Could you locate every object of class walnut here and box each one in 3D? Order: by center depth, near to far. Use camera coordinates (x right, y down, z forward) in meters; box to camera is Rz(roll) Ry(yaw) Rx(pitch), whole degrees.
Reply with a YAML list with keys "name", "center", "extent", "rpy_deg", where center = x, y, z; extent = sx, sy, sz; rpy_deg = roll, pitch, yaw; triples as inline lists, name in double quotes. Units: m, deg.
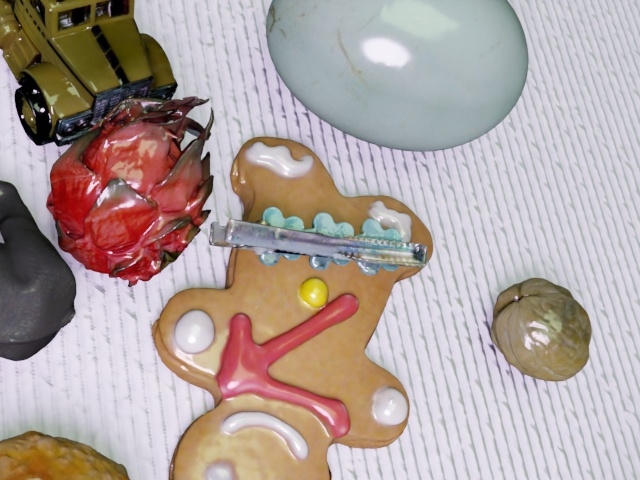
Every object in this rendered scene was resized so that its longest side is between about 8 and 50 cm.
- name: "walnut"
  center: [0.188, 0.076, 0.791]
  extent: [0.092, 0.092, 0.092]
  rpy_deg: [9, 64, -19]

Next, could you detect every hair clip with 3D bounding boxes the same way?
- name: "hair clip"
  center: [0.000, -0.001, 0.712]
  extent: [0.173, 0.049, 0.049]
  rpy_deg: [8, 65, -22]

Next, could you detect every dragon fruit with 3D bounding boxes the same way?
- name: "dragon fruit"
  center: [-0.131, -0.038, 0.676]
  extent: [0.121, 0.130, 0.142]
  rpy_deg: [36, 62, -51]

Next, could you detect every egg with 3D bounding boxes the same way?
- name: "egg"
  center: [0.066, -0.163, 0.793]
  extent: [0.231, 0.168, 0.168]
  rpy_deg: [14, 63, -14]

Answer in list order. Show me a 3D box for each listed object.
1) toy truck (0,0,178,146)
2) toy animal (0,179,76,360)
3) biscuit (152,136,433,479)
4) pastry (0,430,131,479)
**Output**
- name: "toy truck"
  center: [-0.210, -0.204, 0.722]
  extent: [0.127, 0.127, 0.257]
  rpy_deg: [-24, 82, -31]
- name: "toy animal"
  center: [-0.258, 0.012, 0.565]
  extent: [0.245, 0.114, 0.146]
  rpy_deg: [-5, 42, -36]
- name: "biscuit"
  center: [-0.016, 0.081, 0.720]
  extent: [0.216, 0.047, 0.340]
  rpy_deg: [27, 59, -9]
- name: "pastry"
  center: [-0.187, 0.214, 0.559]
  extent: [0.182, 0.093, 0.192]
  rpy_deg: [-17, 76, -26]
